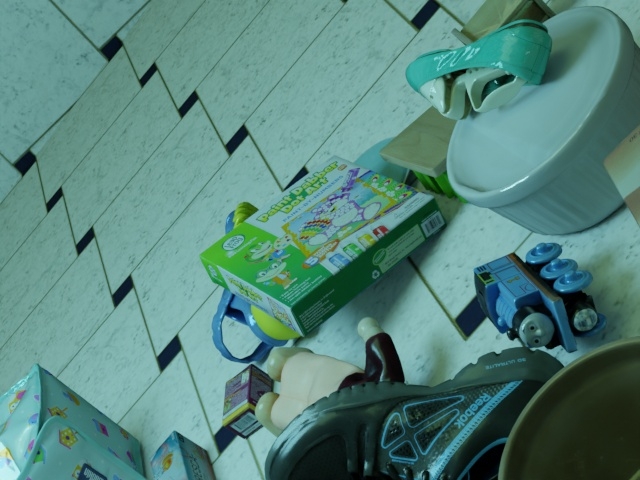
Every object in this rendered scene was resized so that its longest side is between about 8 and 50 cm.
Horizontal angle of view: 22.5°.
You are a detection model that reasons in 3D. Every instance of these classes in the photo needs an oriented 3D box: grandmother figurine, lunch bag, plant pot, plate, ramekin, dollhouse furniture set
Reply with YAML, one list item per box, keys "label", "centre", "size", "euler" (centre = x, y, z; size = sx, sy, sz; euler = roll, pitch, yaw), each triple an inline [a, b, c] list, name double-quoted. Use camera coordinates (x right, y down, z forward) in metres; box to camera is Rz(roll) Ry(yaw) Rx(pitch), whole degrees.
- label: "grandmother figurine"
  centre: [0.045, 0.195, 1.911]
  size: [0.342, 0.104, 0.208]
  euler: [11, 94, 60]
- label: "lunch bag"
  centre: [-0.360, 0.333, 2.267]
  size: [0.160, 0.223, 0.262]
  euler: [-42, 27, 10]
- label: "plant pot"
  centre: [0.286, 0.210, 1.428]
  size: [0.237, 0.110, 0.237]
  euler: [-27, 39, 25]
- label: "plate"
  centre: [0.070, -0.065, 2.275]
  size: [0.188, 0.024, 0.188]
  euler: [-40, 29, 27]
- label: "ramekin"
  centre: [0.284, -0.128, 1.867]
  size: [0.273, 0.127, 0.273]
  euler: [-39, 28, 26]
- label: "dollhouse furniture set"
  centre: [0.302, -0.287, 2.125]
  size: [0.182, 0.101, 0.161]
  euler: [-50, 50, 6]

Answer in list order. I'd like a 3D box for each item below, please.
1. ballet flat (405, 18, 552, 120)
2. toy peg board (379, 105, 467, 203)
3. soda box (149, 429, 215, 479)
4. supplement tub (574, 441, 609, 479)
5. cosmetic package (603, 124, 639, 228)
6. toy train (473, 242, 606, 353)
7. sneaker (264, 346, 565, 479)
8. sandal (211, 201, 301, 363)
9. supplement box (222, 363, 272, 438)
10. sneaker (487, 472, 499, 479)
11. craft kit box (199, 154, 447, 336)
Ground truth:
- label: "ballet flat"
  centre: [0.175, -0.189, 1.893]
  size: [0.247, 0.083, 0.087]
  euler: [-16, 58, 55]
- label: "toy peg board"
  centre: [0.188, -0.127, 2.115]
  size: [0.160, 0.079, 0.161]
  euler: [-41, 24, -11]
- label: "soda box"
  centre: [-0.178, 0.332, 2.144]
  size: [0.058, 0.063, 0.183]
  euler: [-49, 25, 10]
- label: "supplement tub"
  centre: [0.270, 0.185, 1.555]
  size: [0.071, 0.071, 0.107]
  euler: [-7, 52, 57]
- label: "cosmetic package"
  centre: [0.397, -0.020, 1.532]
  size: [0.153, 0.129, 0.296]
  euler: [-44, 27, 16]
- label: "toy train"
  centre: [0.234, 0.065, 1.725]
  size: [0.105, 0.080, 0.184]
  euler: [-23, 20, -3]
- label: "sneaker"
  centre: [0.098, 0.219, 1.661]
  size: [0.341, 0.125, 0.139]
  euler: [-21, 45, 16]
- label: "sandal"
  centre: [-0.102, 0.062, 2.302]
  size: [0.138, 0.126, 0.317]
  euler: [-47, 24, 23]
- label: "supplement box"
  centre: [-0.099, 0.218, 2.178]
  size: [0.055, 0.043, 0.083]
  euler: [-38, 30, 30]
- label: "sneaker"
  centre: [0.153, 0.326, 1.520]
  size: [0.222, 0.118, 0.083]
  euler: [-56, 25, -7]
- label: "craft kit box"
  centre: [0.000, 0.000, 2.132]
  size: [0.250, 0.061, 0.246]
  euler: [-38, 30, -18]
